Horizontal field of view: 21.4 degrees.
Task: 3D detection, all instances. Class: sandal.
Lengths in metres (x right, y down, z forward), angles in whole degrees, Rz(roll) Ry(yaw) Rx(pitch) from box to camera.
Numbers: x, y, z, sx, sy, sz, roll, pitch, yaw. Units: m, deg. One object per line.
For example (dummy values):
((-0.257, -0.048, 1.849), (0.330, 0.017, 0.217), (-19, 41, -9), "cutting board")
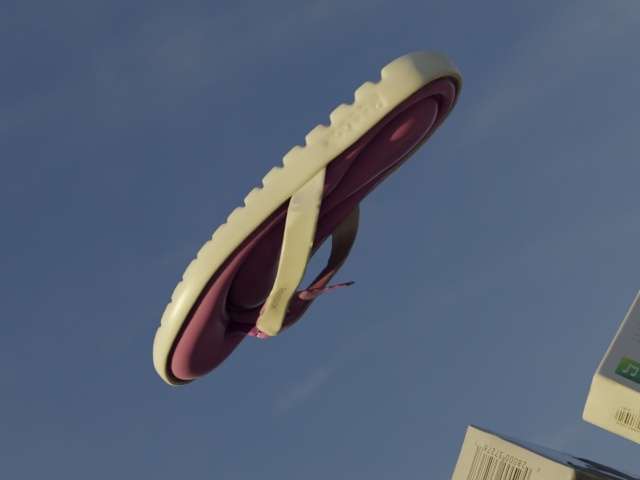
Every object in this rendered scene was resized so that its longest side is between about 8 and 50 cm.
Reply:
((-0.007, -0.001, 1.587), (0.416, 0.102, 0.169), (-50, -24, 15), "sandal")

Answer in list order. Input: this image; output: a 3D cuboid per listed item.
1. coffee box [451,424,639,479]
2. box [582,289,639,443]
((0.142, 0.290, 1.096), (0.168, 0.119, 0.297), (19, -91, -32), "coffee box")
((0.376, 0.076, 1.386), (0.322, 0.232, 0.058), (-52, -21, -43), "box")
